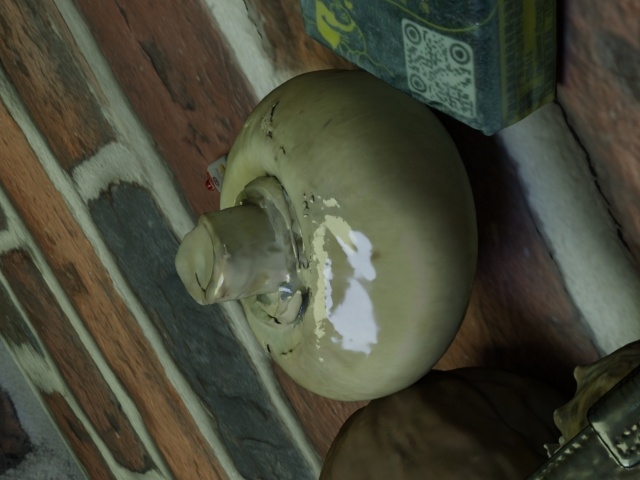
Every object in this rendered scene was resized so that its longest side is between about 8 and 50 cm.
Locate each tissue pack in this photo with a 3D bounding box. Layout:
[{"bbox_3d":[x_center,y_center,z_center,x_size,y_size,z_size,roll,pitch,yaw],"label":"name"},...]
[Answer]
[{"bbox_3d":[0.053,-0.207,0.749,0.185,0.081,0.257,35,147,38],"label":"tissue pack"}]

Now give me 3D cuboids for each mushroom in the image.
[{"bbox_3d":[0.000,0.000,0.918,0.246,0.202,0.246,36,133,51],"label":"mushroom"}]

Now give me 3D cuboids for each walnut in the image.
[{"bbox_3d":[0.120,0.225,0.968,0.273,0.227,0.273,39,149,29],"label":"walnut"}]

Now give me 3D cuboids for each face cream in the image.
[{"bbox_3d":[-0.095,-0.063,1.260,0.040,0.021,0.083,60,156,-5],"label":"face cream"}]

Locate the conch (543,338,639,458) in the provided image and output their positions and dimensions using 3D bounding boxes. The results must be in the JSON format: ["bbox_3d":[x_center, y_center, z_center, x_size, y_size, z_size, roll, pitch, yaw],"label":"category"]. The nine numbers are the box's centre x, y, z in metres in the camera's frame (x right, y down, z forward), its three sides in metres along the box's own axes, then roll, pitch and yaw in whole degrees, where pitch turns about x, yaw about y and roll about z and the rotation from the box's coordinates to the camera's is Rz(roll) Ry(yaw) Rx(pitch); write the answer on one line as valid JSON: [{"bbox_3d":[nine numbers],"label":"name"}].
[{"bbox_3d":[0.245,0.165,0.751,0.291,0.159,0.210,0,118,59],"label":"conch"}]

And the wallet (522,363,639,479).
[{"bbox_3d":[0.221,0.129,0.654,0.317,0.044,0.169,-47,69,20],"label":"wallet"}]
